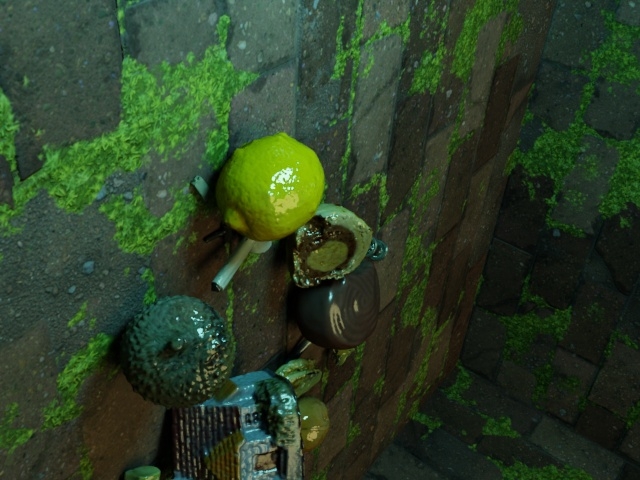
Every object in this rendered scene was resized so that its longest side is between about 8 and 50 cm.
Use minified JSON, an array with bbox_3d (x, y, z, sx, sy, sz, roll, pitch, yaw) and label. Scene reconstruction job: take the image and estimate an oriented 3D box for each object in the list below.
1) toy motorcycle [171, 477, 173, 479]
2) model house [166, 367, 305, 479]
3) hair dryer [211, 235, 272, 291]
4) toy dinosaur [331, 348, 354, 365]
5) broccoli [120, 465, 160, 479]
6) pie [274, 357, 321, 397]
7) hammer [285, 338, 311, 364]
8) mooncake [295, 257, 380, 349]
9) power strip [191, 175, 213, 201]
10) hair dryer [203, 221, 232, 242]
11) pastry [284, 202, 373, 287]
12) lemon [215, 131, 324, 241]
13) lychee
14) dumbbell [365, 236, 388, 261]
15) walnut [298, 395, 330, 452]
[{"bbox_3d":[-0.358,0.652,2.056,0.205,0.076,0.114,-42,154,-32],"label":"toy motorcycle"},{"bbox_3d":[-0.257,0.552,1.888,0.338,0.297,0.360,-5,102,-26],"label":"model house"},{"bbox_3d":[-0.203,0.027,1.703,0.236,0.073,0.131,-55,158,-31],"label":"hair dryer"},{"bbox_3d":[0.085,0.328,2.519,0.153,0.094,0.259,-45,140,-37],"label":"toy dinosaur"},{"bbox_3d":[-0.476,0.774,1.853,0.252,0.221,0.362,28,89,-27],"label":"broccoli"},{"bbox_3d":[-0.093,0.464,2.282,0.248,0.090,0.201,-5,140,-51],"label":"pie"},{"bbox_3d":[-0.047,0.346,2.330,0.194,0.069,0.116,-47,151,-12],"label":"hammer"},{"bbox_3d":[0.072,0.188,2.214,0.326,0.174,0.334,45,59,-49],"label":"mooncake"},{"bbox_3d":[-0.265,-0.117,1.560,0.027,0.017,0.083,-55,153,-16],"label":"power strip"},{"bbox_3d":[-0.247,-0.011,1.684,0.083,0.026,0.047,-31,139,-40],"label":"hair dryer"},{"bbox_3d":[0.006,-0.007,1.964,0.236,0.170,0.256,-14,131,-26],"label":"pastry"},{"bbox_3d":[-0.114,-0.118,1.594,0.288,0.233,0.234,-39,145,-33],"label":"lemon"},{"bbox_3d":[-0.315,0.249,1.559,0.255,0.255,0.274,-55,171,-13],"label":"lychee"},{"bbox_3d":[0.176,0.027,2.393,0.082,0.081,0.254,-64,153,4],"label":"dumbbell"},{"bbox_3d":[-0.060,0.640,2.450,0.193,0.193,0.225,-68,162,11],"label":"walnut"}]
